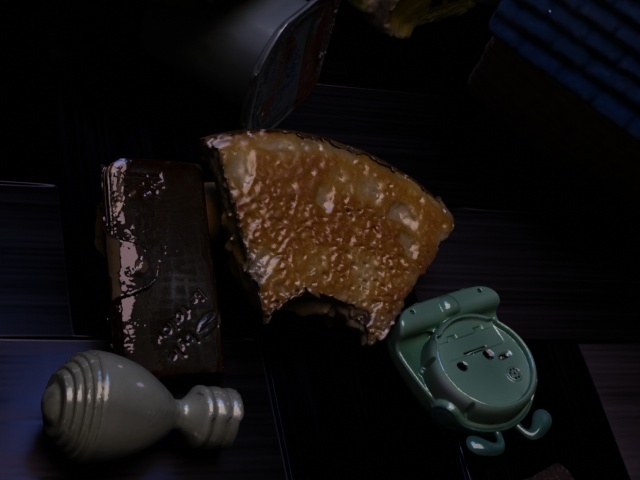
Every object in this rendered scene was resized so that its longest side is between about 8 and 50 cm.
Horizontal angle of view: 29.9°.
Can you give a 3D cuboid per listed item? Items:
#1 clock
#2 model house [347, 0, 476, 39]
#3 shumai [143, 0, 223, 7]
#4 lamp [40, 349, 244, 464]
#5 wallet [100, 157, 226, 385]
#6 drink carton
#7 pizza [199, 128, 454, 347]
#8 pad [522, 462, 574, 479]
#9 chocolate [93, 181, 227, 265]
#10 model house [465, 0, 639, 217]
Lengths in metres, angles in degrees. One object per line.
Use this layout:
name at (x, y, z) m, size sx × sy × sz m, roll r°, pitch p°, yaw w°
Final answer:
clock at (0.173, 0.145, 1.321) m, size 0.148 × 0.060 × 0.188 m, roll -17°, pitch 62°, yaw -34°
model house at (0.106, -0.402, 1.664) m, size 0.234 × 0.175 × 0.193 m, roll -24°, pitch 65°, yaw -40°
shumai at (-0.145, -0.448, 1.315) m, size 0.309 × 0.263 × 0.304 m, roll 20°, pitch 51°, yaw -4°
lamp at (-0.171, 0.164, 1.136) m, size 0.193 × 0.106 × 0.106 m, roll 12°, pitch 48°, yaw -28°
wallet at (-0.160, 0.031, 1.222) m, size 0.122 × 0.031 × 0.232 m, roll 0°, pitch 78°, yaw -35°
drink carton at (-0.105, -0.253, 1.449) m, size 0.189 × 0.185 × 0.191 m, roll 34°, pitch 49°, yaw 9°
pizza at (0.000, 0.000, 1.311) m, size 0.323 × 0.089 × 0.223 m, roll 16°, pitch 72°, yaw -25°
pad at (0.262, 0.394, 1.193) m, size 0.220 × 0.004 × 0.330 m, roll -17°, pitch 61°, yaw -33°
chocolate at (-0.137, -0.025, 1.321) m, size 0.219 × 0.086 × 0.086 m, roll -14°, pitch 59°, yaw -36°
model house at (0.473, -0.299, 1.491) m, size 0.395 × 0.400 × 0.445 m, roll 38°, pitch 76°, yaw 9°
